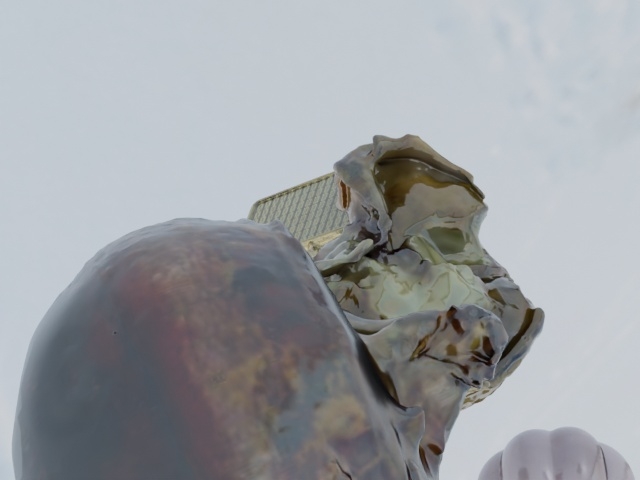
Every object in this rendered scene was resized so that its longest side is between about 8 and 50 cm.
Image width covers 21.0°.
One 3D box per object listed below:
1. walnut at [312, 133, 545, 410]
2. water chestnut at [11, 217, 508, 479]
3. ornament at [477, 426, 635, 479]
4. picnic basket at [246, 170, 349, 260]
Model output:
[{"bbox_3d":[0.065,0.051,1.344,0.238,0.204,0.141,-58,173,-42],"label":"walnut"},{"bbox_3d":[-0.019,0.134,1.016,0.302,0.350,0.350,-28,163,-7],"label":"water chestnut"},{"bbox_3d":[0.249,0.290,1.813,0.177,0.177,0.177,-40,165,-13],"label":"ornament"},{"bbox_3d":[0.000,0.000,1.709,0.164,0.079,0.115,-19,-147,29],"label":"picnic basket"}]
